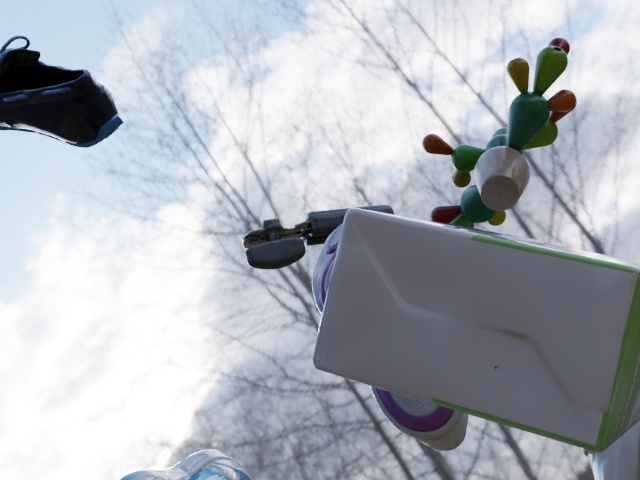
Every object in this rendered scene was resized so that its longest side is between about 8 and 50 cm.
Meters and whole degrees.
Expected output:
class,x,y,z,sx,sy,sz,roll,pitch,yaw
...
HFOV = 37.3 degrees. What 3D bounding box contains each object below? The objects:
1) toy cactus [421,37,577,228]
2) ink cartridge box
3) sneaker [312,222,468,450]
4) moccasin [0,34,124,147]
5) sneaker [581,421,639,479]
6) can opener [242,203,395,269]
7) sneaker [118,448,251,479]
class,x,y,z,sx,sy,sz,roll,pitch,yaw
toy cactus,0.165,-0.083,0.888,0.219,0.112,0.180,-52,5,25
ink cartridge box,0.169,0.060,0.751,0.353,0.207,0.119,5,-83,-63
sneaker,0.081,0.112,1.100,0.114,0.305,0.152,-27,-34,7
moccasin,-0.425,-0.233,1.376,0.138,0.342,0.117,-56,-35,-36
sneaker,0.310,0.199,1.168,0.169,0.292,0.108,-3,-22,19
can opener,0.000,0.000,1.680,0.283,0.095,0.076,-6,-22,-17
sneaker,-0.112,0.355,1.141,0.127,0.208,0.319,-69,-20,4
